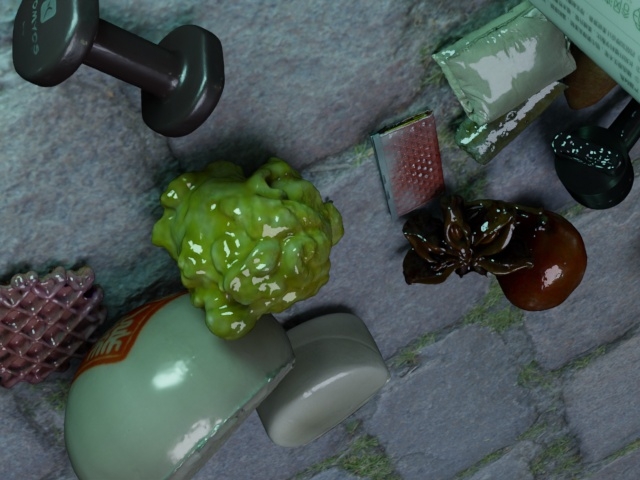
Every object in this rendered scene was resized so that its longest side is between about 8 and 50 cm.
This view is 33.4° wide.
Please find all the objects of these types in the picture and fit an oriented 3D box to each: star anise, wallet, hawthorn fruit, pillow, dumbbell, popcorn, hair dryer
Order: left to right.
[{"bbox_3d":[-0.226,-0.211,1.211,0.124,0.140,0.225,-25,151,36],"label":"dumbbell"},{"bbox_3d":[-0.087,0.006,1.448,0.242,0.250,0.235,-32,134,0],"label":"popcorn"},{"bbox_3d":[0.139,-0.115,1.643,0.103,0.020,0.196,-25,141,-5],"label":"wallet"},{"bbox_3d":[0.238,0.001,1.747,0.220,0.126,0.190,3,128,-4],"label":"star anise"},{"bbox_3d":[0.263,-0.252,1.506,0.181,0.078,0.134,-30,121,2],"label":"pillow"},{"bbox_3d":[0.380,0.027,1.832,0.169,0.169,0.188,-18,148,-15],"label":"hawthorn fruit"},{"bbox_3d":[0.485,-0.196,1.673,0.302,0.116,0.244,-56,162,5],"label":"hair dryer"}]

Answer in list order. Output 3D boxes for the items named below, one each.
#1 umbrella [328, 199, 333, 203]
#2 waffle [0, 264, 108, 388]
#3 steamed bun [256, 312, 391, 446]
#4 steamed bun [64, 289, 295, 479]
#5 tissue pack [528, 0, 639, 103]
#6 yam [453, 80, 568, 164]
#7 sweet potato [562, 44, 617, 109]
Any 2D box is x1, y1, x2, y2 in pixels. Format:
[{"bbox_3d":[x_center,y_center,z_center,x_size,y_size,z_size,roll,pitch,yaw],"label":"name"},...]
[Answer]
[{"bbox_3d":[0.000,0.000,1.679,0.027,0.025,0.165,-26,147,-34],"label":"umbrella"},{"bbox_3d":[-0.414,0.128,1.531,0.221,0.055,0.234,-10,138,-22],"label":"waffle"},{"bbox_3d":[-0.015,0.234,1.825,0.242,0.146,0.164,-39,144,14],"label":"steamed bun"},{"bbox_3d":[-0.223,0.216,1.568,0.374,0.241,0.374,-44,173,-7],"label":"steamed bun"},{"bbox_3d":[0.387,-0.353,1.273,0.194,0.356,0.266,-21,140,-17],"label":"tissue pack"},{"bbox_3d":[0.283,-0.193,1.605,0.179,0.078,0.078,-43,140,16],"label":"yam"},{"bbox_3d":[0.469,-0.344,1.538,0.109,0.109,0.385,8,127,-38],"label":"sweet potato"}]
